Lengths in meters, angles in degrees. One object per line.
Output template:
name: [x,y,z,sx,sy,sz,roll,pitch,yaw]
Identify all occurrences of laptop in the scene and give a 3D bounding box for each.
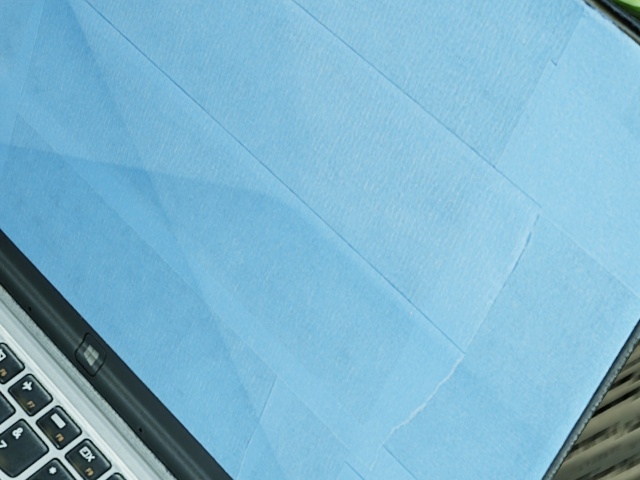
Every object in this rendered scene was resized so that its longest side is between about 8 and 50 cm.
laptop: [-0.145,0.034,0.534,0.408,0.236,0.382,-38,62,-17]

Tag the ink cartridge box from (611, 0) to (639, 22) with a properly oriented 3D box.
ink cartridge box: [0.137,-0.199,0.507,0.189,0.097,0.255,38,106,54]
